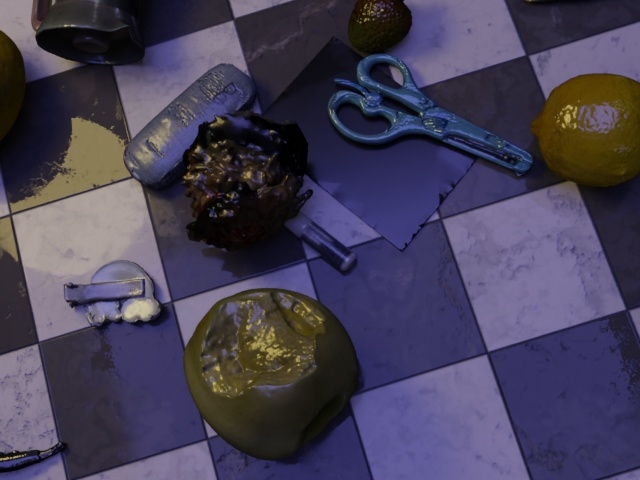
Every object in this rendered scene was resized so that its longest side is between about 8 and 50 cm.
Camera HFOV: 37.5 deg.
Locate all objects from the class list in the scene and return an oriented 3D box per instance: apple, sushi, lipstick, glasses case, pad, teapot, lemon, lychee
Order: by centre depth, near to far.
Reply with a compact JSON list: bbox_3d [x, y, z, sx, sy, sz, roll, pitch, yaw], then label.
[{"bbox_3d":[-0.074,0.208,1.514,0.279,0.279,0.279,-1,75,5],"label":"apple"},{"bbox_3d":[0.473,-0.186,1.596,0.231,0.192,0.192,6,76,6],"label":"lemon"},{"bbox_3d":[-0.123,-0.085,1.601,0.225,0.238,0.218,-4,57,-2],"label":"sushi"},{"bbox_3d":[0.000,0.000,1.666,0.141,0.040,0.040,38,81,13],"label":"lipstick"},{"bbox_3d":[-0.662,-0.270,1.690,0.253,0.253,0.310,17,81,9],"label":"lemon"},{"bbox_3d":[0.083,-0.184,1.726,0.367,0.007,0.247,38,82,13],"label":"pad"},{"bbox_3d":[-0.238,-0.210,1.728,0.282,0.067,0.109,-43,74,-8],"label":"glasses case"},{"bbox_3d":[0.111,-0.409,1.729,0.146,0.114,0.114,-44,75,13],"label":"lychee"},{"bbox_3d":[-0.427,-0.516,1.752,0.300,0.253,0.344,-4,78,39],"label":"teapot"}]

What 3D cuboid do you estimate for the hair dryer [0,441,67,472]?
[{"bbox_3d":[-0.545,0.351,1.620,0.219,0.075,0.195,-5,65,-7],"label":"hair dryer"}]

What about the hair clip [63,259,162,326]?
[{"bbox_3d":[-0.365,0.092,1.670,0.172,0.049,0.116,-5,79,1],"label":"hair clip"}]

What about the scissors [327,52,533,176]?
[{"bbox_3d":[0.199,-0.211,1.702,0.393,0.032,0.180,26,79,11],"label":"scissors"}]
